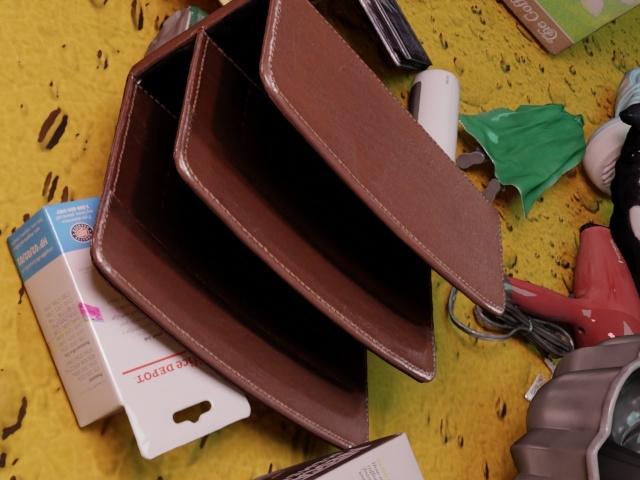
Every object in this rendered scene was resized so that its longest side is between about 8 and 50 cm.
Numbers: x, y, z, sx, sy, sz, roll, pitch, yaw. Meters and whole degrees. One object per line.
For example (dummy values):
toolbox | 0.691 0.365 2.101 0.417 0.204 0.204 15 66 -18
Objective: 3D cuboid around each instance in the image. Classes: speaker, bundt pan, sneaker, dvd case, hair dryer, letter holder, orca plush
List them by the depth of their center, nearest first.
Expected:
letter holder | 0.000 0.000 0.734 0.302 0.152 0.214 42 36 -35
bundt pan | 0.287 0.237 0.922 0.331 0.124 0.330 1 88 -42
dvd case | 0.057 -0.248 1.012 0.164 0.018 0.221 60 14 -1
speaker | 0.117 -0.112 1.039 0.055 0.055 0.136 31 51 -29
hair dryer | 0.271 0.073 1.070 0.223 0.080 0.293 55 42 -7
orca plush | 0.361 -0.018 1.182 0.151 0.102 0.287 -77 156 -60
sneaker | 0.441 -0.162 1.355 0.366 0.135 0.150 -16 50 -42

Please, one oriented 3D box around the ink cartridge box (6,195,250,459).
ink cartridge box | -0.133 0.061 0.700 0.104 0.061 0.181 -15 79 -48

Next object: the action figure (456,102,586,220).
action figure | 0.249 -0.109 1.160 0.232 0.063 0.137 -26 86 -44

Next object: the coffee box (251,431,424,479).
coffee box | -0.071 0.230 0.592 0.297 0.168 0.118 -15 80 -46

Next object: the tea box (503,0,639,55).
tea box | 0.330 -0.473 1.239 0.329 0.323 0.220 41 45 -19

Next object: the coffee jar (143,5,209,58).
coffee jar | -0.062 -0.113 0.850 0.184 0.079 0.096 30 51 -30

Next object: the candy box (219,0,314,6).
candy box | -0.109 -0.331 0.868 0.316 0.087 0.183 53 15 -9
